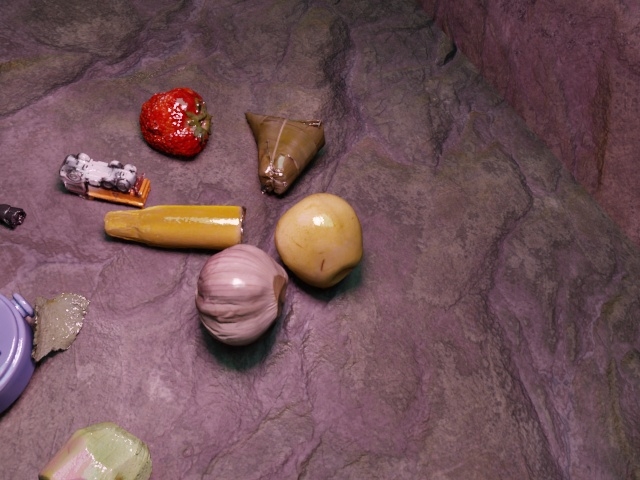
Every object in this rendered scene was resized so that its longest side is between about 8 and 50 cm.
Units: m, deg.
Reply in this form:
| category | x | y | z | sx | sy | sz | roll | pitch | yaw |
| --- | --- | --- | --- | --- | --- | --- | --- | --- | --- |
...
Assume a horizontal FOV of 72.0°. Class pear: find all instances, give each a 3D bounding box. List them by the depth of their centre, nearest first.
| category | x | y | z | sx | sy | sz | roll | pitch | yaw |
| --- | --- | --- | --- | --- | --- | --- | --- | --- | --- |
| pear | 0.000 | 0.000 | 1.460 | 0.309 | 0.309 | 0.309 | 7 | 54 | -10 |

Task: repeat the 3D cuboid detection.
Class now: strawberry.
| category | x | y | z | sx | sy | sz | roll | pitch | yaw |
| --- | --- | --- | --- | --- | --- | --- | --- | --- | --- |
| strawberry | -0.555 | -0.449 | 1.668 | 0.277 | 0.257 | 0.257 | 6 | 53 | 6 |

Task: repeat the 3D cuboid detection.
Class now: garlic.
| category | x | y | z | sx | sy | sz | roll | pitch | yaw |
| --- | --- | --- | --- | --- | --- | --- | --- | --- | --- |
| garlic | -0.236 | 0.157 | 1.300 | 0.260 | 0.317 | 0.317 | 5 | 54 | 3 |

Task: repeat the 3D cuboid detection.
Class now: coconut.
| category | x | y | z | sx | sy | sz | roll | pitch | yaw |
| --- | --- | --- | --- | --- | --- | --- | --- | --- | --- |
| coconut | -0.517 | 0.543 | 0.999 | 0.205 | 0.235 | 0.235 | 2 | 47 | 29 |

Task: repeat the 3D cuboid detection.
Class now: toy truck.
| category | x | y | z | sx | sy | sz | roll | pitch | yaw |
| --- | --- | --- | --- | --- | --- | --- | --- | --- | --- |
| toy truck | -0.732 | -0.203 | 1.510 | 0.271 | 0.135 | 0.114 | 12 | 51 | -12 |

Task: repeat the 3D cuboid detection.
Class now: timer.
| category | x | y | z | sx | sy | sz | roll | pitch | yaw |
| --- | --- | --- | --- | --- | --- | --- | --- | --- | --- |
| timer | -0.901 | 0.282 | 1.091 | 0.395 | 0.173 | 0.394 | 6 | 54 | -9 |

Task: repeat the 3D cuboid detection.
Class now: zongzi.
| category | x | y | z | sx | sy | sz | roll | pitch | yaw |
| --- | --- | --- | --- | --- | --- | --- | --- | --- | --- |
| zongzi | -0.226 | -0.333 | 1.730 | 0.418 | 0.181 | 0.447 | 20 | 55 | 18 |

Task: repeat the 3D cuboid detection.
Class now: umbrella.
| category | x | y | z | sx | sy | sz | roll | pitch | yaw |
| --- | --- | --- | --- | --- | --- | --- | --- | --- | --- |
| umbrella | -1.061 | -0.104 | 1.393 | 0.236 | 0.059 | 0.066 | 17 | 32 | -1 |

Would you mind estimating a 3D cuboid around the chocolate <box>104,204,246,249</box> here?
| category | x | y | z | sx | sy | sz | roll | pitch | yaw |
| --- | --- | --- | --- | --- | --- | --- | --- | --- | --- |
| chocolate | -0.475 | -0.051 | 1.470 | 0.446 | 0.162 | 0.162 | 2 | 55 | -8 |

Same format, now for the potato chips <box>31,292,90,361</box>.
| category | x | y | z | sx | sy | sz | roll | pitch | yaw |
| --- | --- | --- | --- | --- | --- | --- | --- | --- | --- |
| potato chips | -0.726 | 0.223 | 1.217 | 0.059 | 0.228 | 0.167 | -22 | 93 | 9 |
